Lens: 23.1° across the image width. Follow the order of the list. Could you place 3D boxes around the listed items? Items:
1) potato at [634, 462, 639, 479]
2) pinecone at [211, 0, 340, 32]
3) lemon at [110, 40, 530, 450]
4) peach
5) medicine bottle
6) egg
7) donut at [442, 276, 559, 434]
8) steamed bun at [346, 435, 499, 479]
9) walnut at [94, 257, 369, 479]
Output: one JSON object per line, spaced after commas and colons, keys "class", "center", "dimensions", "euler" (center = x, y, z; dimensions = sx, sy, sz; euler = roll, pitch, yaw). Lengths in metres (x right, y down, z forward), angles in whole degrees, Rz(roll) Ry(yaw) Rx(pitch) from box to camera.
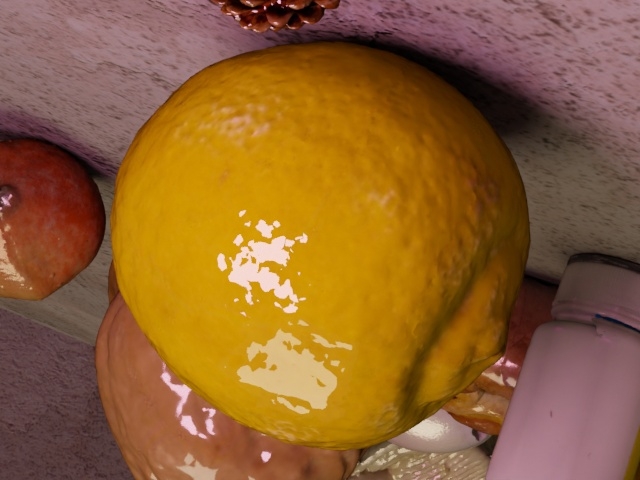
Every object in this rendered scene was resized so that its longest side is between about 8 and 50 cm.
{"class": "potato", "center": [0.479, 0.412, 1.936], "dimensions": [0.296, 0.290, 0.397], "euler": [12, 139, 18]}
{"class": "pinecone", "center": [-0.033, -0.189, 1.065], "dimensions": [0.102, 0.102, 0.109], "euler": [17, 168, 15]}
{"class": "lemon", "center": [0.000, 0.000, 1.271], "dimensions": [0.348, 0.348, 0.348], "euler": [20, 166, 5]}
{"class": "peach", "center": [-0.376, -0.026, 1.924], "dimensions": [0.232, 0.232, 0.232], "euler": [20, 166, 5]}
{"class": "medicine bottle", "center": [0.269, 0.153, 1.586], "dimensions": [0.143, 0.258, 0.143], "euler": [18, 166, 5]}
{"class": "egg", "center": [0.125, 0.185, 2.049], "dimensions": [0.217, 0.183, 0.183], "euler": [4, 159, 30]}
{"class": "donut", "center": [0.237, 0.144, 1.814], "dimensions": [0.317, 0.150, 0.299], "euler": [29, 164, -27]}
{"class": "steamed bun", "center": [0.119, 0.293, 2.371], "dimensions": [0.346, 0.237, 0.394], "euler": [-2, 140, -22]}
{"class": "walnut", "center": [-0.094, 0.152, 1.889], "dimensions": [0.383, 0.384, 0.383], "euler": [20, 166, 5]}
